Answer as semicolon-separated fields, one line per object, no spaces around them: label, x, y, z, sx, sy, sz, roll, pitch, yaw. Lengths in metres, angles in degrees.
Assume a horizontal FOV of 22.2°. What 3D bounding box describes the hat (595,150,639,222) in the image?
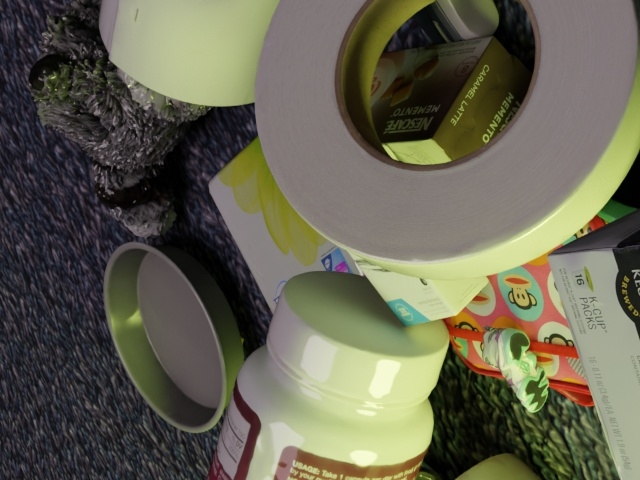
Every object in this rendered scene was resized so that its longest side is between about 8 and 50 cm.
hat;0.341;-0.059;1.555;0.173;0.183;0.208;24;86;33

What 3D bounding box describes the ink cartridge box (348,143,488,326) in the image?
ink cartridge box;0.077;-0.003;1.674;0.180;0.060;0.104;52;152;-10

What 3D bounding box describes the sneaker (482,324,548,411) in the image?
sneaker;0.193;0.127;1.673;0.069;0.038;0.098;15;130;55

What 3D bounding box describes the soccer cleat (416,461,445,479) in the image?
soccer cleat;0.027;0.264;2.025;0.331;0.116;0.143;44;159;-13

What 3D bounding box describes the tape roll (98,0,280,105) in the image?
tape roll;-0.120;-0.294;1.848;0.246;0.246;0.169;48;142;25

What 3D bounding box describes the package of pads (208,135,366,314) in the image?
package of pads;0.000;0.000;1.993;0.229;0.101;0.296;-36;79;55

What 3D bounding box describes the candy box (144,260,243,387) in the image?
candy box;-0.190;0.123;2.394;0.206;0.027;0.105;42;136;31

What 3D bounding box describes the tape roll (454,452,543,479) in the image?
tape roll;0.173;0.347;1.860;0.072;0.219;0.219;43;140;29

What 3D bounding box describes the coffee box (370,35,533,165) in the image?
coffee box;0.098;-0.123;1.721;0.098;0.141;0.246;43;157;-28

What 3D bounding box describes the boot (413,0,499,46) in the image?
boot;0.109;-0.280;1.699;0.190;0.069;0.086;64;151;1

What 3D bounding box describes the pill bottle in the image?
pill bottle;-0.006;0.246;1.808;0.224;0.224;0.392;37;119;37

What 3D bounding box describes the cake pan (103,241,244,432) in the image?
cake pan;-0.209;0.132;2.352;0.293;0.054;0.293;29;131;40

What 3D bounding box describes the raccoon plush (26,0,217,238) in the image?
raccoon plush;-0.170;-0.159;2.130;0.299;0.216;0.446;19;155;31

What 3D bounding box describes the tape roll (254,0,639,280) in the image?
tape roll;0.121;-0.157;1.544;0.392;0.072;0.392;-7;74;26

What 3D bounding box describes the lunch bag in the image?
lunch bag;0.239;0.052;1.691;0.293;0.120;0.258;5;118;55

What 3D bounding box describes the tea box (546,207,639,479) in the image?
tea box;0.418;0.041;1.236;0.323;0.329;0.220;-10;101;56
